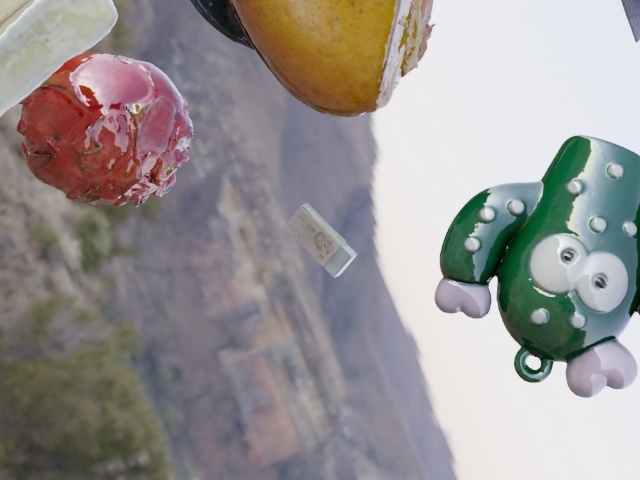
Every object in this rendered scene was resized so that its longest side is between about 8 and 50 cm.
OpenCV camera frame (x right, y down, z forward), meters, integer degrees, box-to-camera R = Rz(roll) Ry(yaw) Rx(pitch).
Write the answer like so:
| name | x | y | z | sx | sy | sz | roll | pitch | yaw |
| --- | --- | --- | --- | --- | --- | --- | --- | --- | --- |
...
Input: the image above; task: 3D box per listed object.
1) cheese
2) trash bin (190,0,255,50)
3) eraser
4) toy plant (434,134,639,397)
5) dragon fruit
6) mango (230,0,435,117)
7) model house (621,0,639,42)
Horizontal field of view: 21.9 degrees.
| name | x | y | z | sx | sy | sz | roll | pitch | yaw |
| --- | --- | --- | --- | --- | --- | --- | --- | --- | --- |
| cheese | -0.344 | -0.211 | 1.850 | 0.093 | 0.263 | 0.159 | 56 | -21 | -24 |
| trash bin | -0.040 | -0.317 | 1.868 | 0.175 | 0.161 | 0.175 | 26 | -24 | 12 |
| eraser | 0.000 | 0.000 | 1.866 | 0.083 | 0.038 | 0.019 | 45 | 23 | 12 |
| toy plant | 0.243 | 0.025 | 1.585 | 0.232 | 0.243 | 0.112 | 45 | -8 | 5 |
| dragon fruit | -0.306 | -0.157 | 2.368 | 0.252 | 0.241 | 0.241 | 17 | -28 | 24 |
| mango | 0.006 | -0.279 | 1.572 | 0.201 | 0.199 | 0.350 | 40 | -26 | 54 |
| model house | 0.404 | -0.332 | 2.077 | 0.117 | 0.088 | 0.167 | -175 | -115 | -78 |
